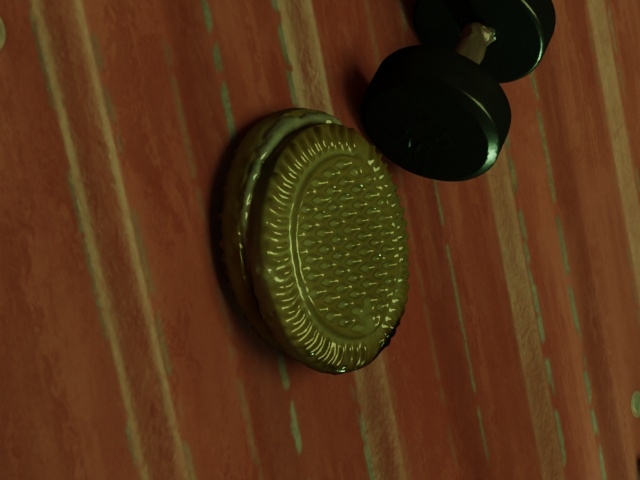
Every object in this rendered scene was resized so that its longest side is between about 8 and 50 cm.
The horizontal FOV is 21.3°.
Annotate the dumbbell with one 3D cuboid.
[{"bbox_3d":[0.148,-0.185,1.795,0.152,0.152,0.218,57,44,-34],"label":"dumbbell"}]

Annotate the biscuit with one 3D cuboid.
[{"bbox_3d":[0.000,0.000,1.632,0.259,0.079,0.259,8,80,-54],"label":"biscuit"}]
